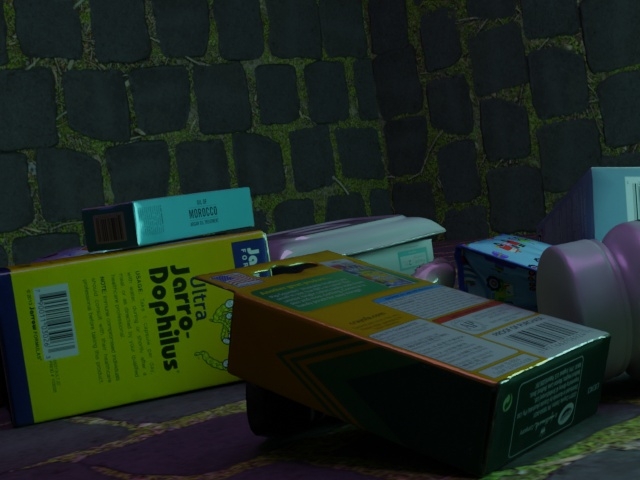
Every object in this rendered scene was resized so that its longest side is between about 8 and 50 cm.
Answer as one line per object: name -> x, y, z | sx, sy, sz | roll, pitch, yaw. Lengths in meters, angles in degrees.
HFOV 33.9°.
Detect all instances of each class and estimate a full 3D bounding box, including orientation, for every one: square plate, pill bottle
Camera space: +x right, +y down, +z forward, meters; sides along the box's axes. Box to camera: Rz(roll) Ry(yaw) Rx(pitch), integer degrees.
square plate -> 0.000, 0.000, 1.953 | 0.343, 0.049, 0.347 | -11, 4, -27
pill bottle -> 0.370, 0.051, 1.030 | 0.283, 0.161, 0.161 | -8, 2, -6

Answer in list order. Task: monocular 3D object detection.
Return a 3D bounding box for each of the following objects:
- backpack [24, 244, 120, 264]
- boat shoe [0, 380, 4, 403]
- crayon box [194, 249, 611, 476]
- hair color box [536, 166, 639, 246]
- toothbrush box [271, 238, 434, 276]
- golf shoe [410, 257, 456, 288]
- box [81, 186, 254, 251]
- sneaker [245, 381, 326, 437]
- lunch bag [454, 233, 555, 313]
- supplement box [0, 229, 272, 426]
backpack -> -0.426, 0.122, 1.752 | 0.276, 0.213, 0.263 | -14, -5, -39
boat shoe -> -0.491, 0.187, 1.466 | 0.277, 0.098, 0.096 | -12, 5, -43
crayon box -> 0.065, 0.095, 0.945 | 0.322, 0.083, 0.203 | 17, 17, 37
hair color box -> 0.458, -0.011, 1.600 | 0.185, 0.114, 0.374 | 0, -11, 0
toothbrush box -> 0.049, 0.077, 2.011 | 0.216, 0.126, 0.295 | -10, 4, -33
golf shoe -> 0.126, 0.099, 1.303 | 0.176, 0.069, 0.086 | -51, 32, -16
box -> -0.207, -0.031, 1.463 | 0.100, 0.060, 0.244 | -6, 3, 35
sneaker -> 0.021, 0.140, 1.052 | 0.132, 0.086, 0.228 | -5, 2, 21
lunch bag -> 0.338, 0.078, 1.349 | 0.293, 0.138, 0.221 | 6, 6, 23
supplement box -> -0.253, 0.108, 1.411 | 0.356, 0.195, 0.194 | -9, 3, -19
